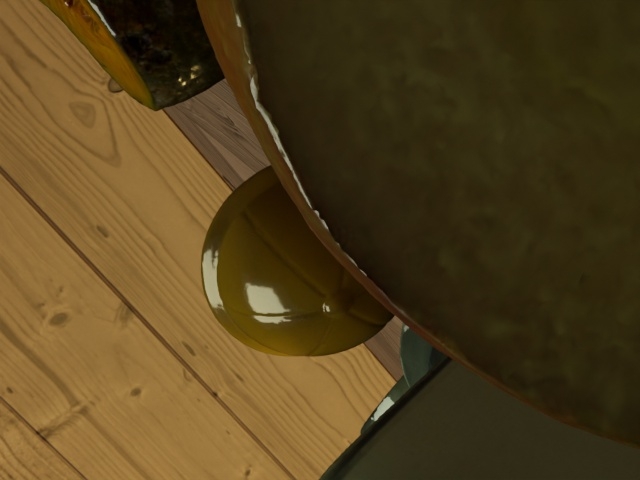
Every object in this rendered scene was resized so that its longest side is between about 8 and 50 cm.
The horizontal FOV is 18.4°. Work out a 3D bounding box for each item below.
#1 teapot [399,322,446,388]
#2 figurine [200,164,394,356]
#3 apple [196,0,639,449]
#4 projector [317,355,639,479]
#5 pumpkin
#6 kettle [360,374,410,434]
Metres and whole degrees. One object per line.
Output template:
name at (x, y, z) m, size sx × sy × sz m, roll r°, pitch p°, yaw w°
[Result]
teapot at (0.164, 0.112, 1.287) m, size 0.203 × 0.171 × 0.225 m, roll 16°, pitch -163°, yaw -25°
figurine at (0.005, 0.002, 1.665) m, size 0.167 × 0.192 × 0.257 m, roll 21°, pitch -163°, yaw 6°
apple at (0.077, -0.067, 0.658) m, size 0.179 × 0.254 × 0.346 m, roll -21°, pitch 119°, yaw 40°
projector at (0.166, 0.162, 0.995) m, size 0.249 × 0.248 × 0.248 m, roll 45°, pitch 175°, yaw 20°
pumpkin at (-0.142, -0.213, 1.355) m, size 0.317 × 0.139 × 0.222 m, roll 40°, pitch 169°, yaw 35°
kettle at (0.188, 0.180, 1.636) m, size 0.255 × 0.165 × 0.240 m, roll 42°, pitch -163°, yaw 11°
